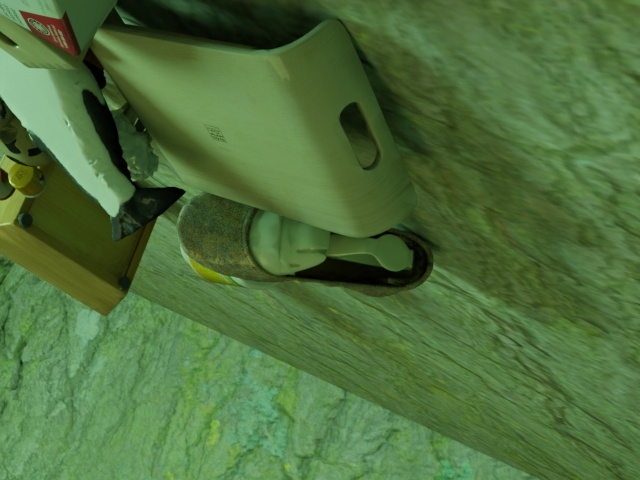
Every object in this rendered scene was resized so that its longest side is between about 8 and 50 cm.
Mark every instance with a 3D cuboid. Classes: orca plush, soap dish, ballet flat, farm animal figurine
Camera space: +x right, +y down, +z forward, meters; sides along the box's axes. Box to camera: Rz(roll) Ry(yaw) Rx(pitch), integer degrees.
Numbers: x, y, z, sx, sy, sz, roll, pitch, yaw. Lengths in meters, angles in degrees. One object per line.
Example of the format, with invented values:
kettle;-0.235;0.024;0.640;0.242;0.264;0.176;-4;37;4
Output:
orca plush;-0.229;-0.149;0.916;0.287;0.102;0.151;46;130;3
soap dish;-0.411;-0.040;1.578;0.118;0.229;0.291;-8;145;41
ballet flat;0.000;0.000;1.024;0.316;0.107;0.106;8;174;-37
farm animal figurine;-0.380;-0.179;1.085;0.330;0.172;0.327;23;165;23

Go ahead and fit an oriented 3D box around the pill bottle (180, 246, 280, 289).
pill bottle;-0.127;0.007;1.369;0.117;0.117;0.208;36;165;-24

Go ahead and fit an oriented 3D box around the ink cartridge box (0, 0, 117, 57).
ink cartridge box;-0.217;-0.239;0.641;0.176;0.127;0.128;29;167;3

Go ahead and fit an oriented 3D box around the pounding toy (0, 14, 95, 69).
pounding toy;-0.251;-0.233;0.767;0.100;0.130;0.141;10;161;38

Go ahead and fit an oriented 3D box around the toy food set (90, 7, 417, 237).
toy food set;-0.070;-0.131;0.864;0.306;0.092;0.220;17;151;36

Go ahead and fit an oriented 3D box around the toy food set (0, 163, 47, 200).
toy food set;-0.436;-0.136;1.301;0.232;0.111;0.104;59;180;23
